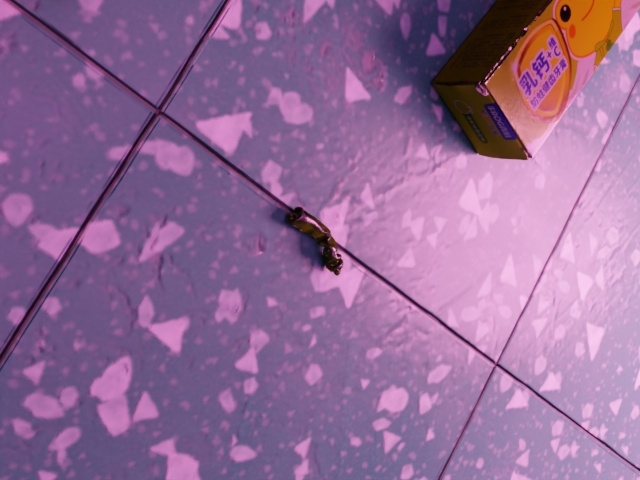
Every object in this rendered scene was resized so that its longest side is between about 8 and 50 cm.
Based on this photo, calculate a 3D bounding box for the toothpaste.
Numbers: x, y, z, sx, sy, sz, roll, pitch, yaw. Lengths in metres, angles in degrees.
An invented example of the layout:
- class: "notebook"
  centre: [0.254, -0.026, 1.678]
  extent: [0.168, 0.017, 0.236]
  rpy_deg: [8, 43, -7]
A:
- class: "toothpaste"
  centre: [0.256, -0.239, 0.806]
  extent: [0.327, 0.077, 0.110]
  rpy_deg: [-52, 123, -16]

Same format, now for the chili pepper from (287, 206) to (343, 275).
- class: "chili pepper"
  centre: [0.000, 0.000, 0.707]
  extent: [0.083, 0.022, 0.027]
  rpy_deg: [51, 36, -28]
